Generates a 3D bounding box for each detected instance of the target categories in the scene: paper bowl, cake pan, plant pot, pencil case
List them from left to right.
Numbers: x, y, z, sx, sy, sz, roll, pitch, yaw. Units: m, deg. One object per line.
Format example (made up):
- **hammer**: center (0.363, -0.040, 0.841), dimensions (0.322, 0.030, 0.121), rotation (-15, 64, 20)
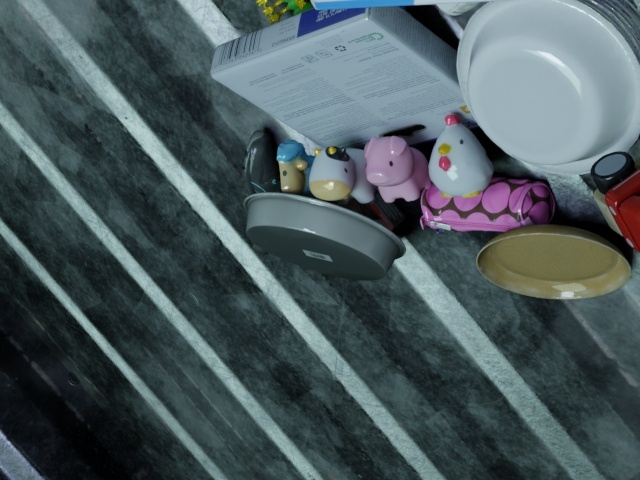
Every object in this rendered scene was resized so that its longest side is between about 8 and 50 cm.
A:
- **cake pan**: center (0.000, 0.000, 1.842), dimensions (0.293, 0.054, 0.293), rotation (16, 165, 4)
- **pencil case**: center (0.263, -0.051, 1.710), dimensions (0.209, 0.098, 0.095), rotation (2, 126, 41)
- **paper bowl**: center (0.318, -0.218, 1.468), dimensions (0.284, 0.148, 0.284), rotation (24, 137, 24)
- **plant pot**: center (0.362, 0.031, 1.668), dimensions (0.236, 0.032, 0.236), rotation (8, 155, 4)

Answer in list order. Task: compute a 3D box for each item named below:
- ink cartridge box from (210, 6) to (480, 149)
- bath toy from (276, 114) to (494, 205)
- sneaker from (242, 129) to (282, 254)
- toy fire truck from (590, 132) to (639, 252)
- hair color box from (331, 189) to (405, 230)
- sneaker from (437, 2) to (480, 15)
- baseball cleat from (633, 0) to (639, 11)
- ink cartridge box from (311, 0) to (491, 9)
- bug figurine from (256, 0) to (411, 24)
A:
- **ink cartridge box**: center (0.057, -0.245, 1.658), dimensions (0.324, 0.071, 0.330), rotation (-12, 152, 41)
- **bath toy**: center (0.102, -0.123, 1.706), dimensions (0.348, 0.151, 0.129), rotation (-4, 113, 31)
- **sneaker**: center (-0.082, -0.091, 2.023), dimensions (0.106, 0.101, 0.267), rotation (4, 129, 14)
- **toy fire truck**: center (0.496, -0.047, 1.334), dimensions (0.158, 0.217, 0.246), rotation (55, 180, -28)
- **hair color box**: center (0.065, -0.038, 1.945), dimensions (0.093, 0.053, 0.167), rotation (51, 141, -7)
- **sneaker**: center (0.220, -0.348, 1.402), dimensions (0.290, 0.106, 0.123), rotation (-138, 47, -57)
- **baseball cleat**: center (0.401, -0.351, 1.329), dimensions (0.206, 0.109, 0.072), rotation (27, 163, -25)
- **ink cartridge box**: center (0.192, -0.412, 1.199), dimensions (0.285, 0.395, 0.166), rotation (8, 126, 41)
- **bug figurine**: center (0.034, -0.346, 1.673), dimensions (0.279, 0.072, 0.216), rotation (-14, 119, 44)
